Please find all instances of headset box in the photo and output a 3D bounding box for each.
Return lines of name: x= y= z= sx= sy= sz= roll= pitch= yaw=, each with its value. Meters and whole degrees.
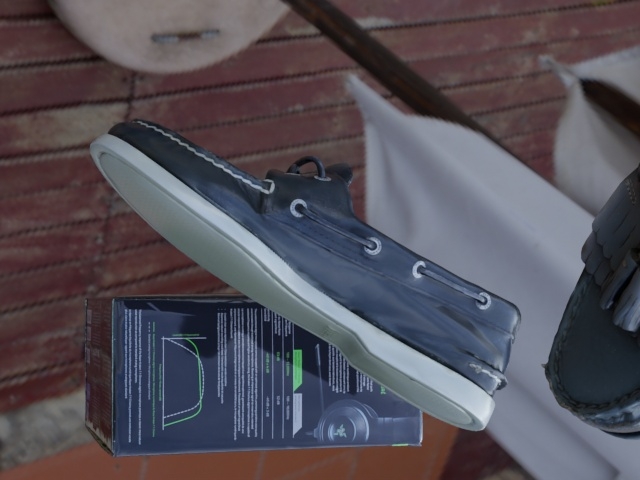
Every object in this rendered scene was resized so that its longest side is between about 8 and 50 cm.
headset box: x=-0.062 y=0.113 z=1.096 sx=0.283 sy=0.246 sz=0.131 roll=0 pitch=87 yaw=-17

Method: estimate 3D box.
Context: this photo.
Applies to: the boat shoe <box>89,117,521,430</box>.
boat shoe: x=0.001 y=0.000 z=0.861 sx=0.113 sy=0.340 sz=0.127 roll=-57 pitch=-178 yaw=-16

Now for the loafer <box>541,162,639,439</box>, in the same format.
loafer: x=0.166 y=-0.033 z=0.454 sx=0.084 sy=0.096 sz=0.267 roll=15 pitch=121 yaw=-44
